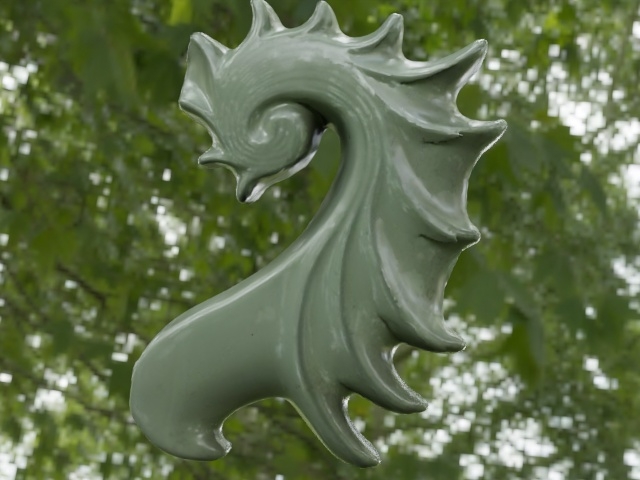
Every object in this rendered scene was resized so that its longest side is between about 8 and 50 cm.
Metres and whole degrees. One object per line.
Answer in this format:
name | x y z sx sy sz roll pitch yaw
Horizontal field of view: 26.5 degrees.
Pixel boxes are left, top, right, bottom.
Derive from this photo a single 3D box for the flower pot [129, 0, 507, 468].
flower pot | 0.000 0.000 1.078 0.254 0.367 0.164 9 1 0
